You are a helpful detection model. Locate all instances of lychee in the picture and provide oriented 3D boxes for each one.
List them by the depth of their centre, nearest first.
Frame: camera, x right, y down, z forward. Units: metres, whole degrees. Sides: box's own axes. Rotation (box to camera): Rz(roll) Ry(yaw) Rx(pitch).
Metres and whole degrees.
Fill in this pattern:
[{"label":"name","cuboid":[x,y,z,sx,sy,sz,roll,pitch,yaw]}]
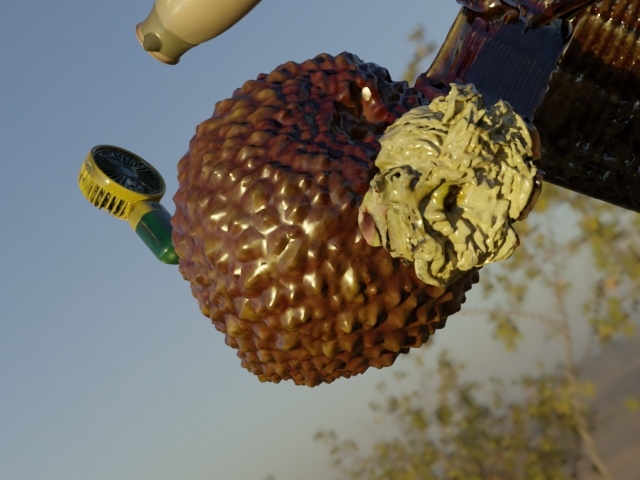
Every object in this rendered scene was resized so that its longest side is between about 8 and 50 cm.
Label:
[{"label":"lychee","cuboid":[0.000,0.000,1.323,0.271,0.271,0.271,-35,-7,-5]}]

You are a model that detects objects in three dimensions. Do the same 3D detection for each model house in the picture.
[{"label":"model house","cuboid":[0.281,-0.189,1.590,0.317,0.297,0.283,-130,56,-67]}]

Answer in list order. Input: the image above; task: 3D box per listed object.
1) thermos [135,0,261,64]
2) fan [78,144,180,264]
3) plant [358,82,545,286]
[{"label":"thermos","cuboid":[-0.124,-0.283,1.987,0.193,0.105,0.137,-43,2,27]},{"label":"fan","cuboid":[-0.170,-0.029,1.629,0.082,0.155,0.039,5,-55,-47]},{"label":"plant","cuboid":[0.074,-0.036,1.057,0.116,0.104,0.122,-52,17,0]}]
